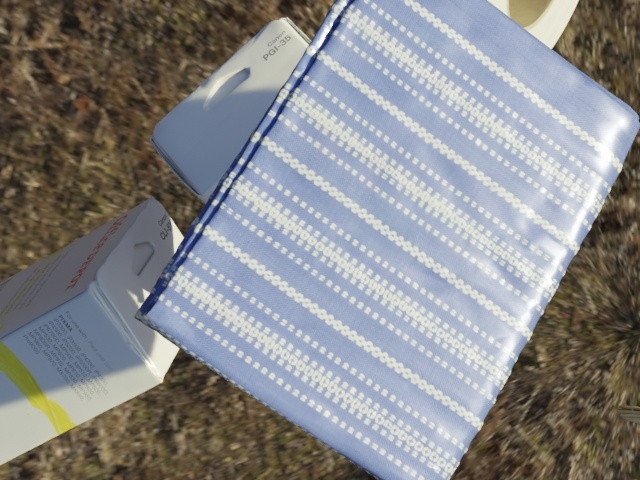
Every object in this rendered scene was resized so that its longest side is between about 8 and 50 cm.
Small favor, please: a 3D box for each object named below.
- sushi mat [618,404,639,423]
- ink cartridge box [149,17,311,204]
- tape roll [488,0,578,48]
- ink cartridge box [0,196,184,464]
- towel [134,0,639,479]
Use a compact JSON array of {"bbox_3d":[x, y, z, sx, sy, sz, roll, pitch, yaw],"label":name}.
[{"bbox_3d":[0.562,0.260,1.707,0.316,0.151,0.019,-4,63,50],"label":"sushi mat"},{"bbox_3d":[-0.034,-0.089,1.473,0.207,0.283,0.117,-42,57,1],"label":"ink cartridge box"},{"bbox_3d":[0.219,-0.332,1.524,0.100,0.286,0.286,27,93,28],"label":"tape roll"},{"bbox_3d":[-0.361,0.137,1.707,0.385,0.279,0.160,-28,108,21],"label":"ink cartridge box"},{"bbox_3d":[0.058,-0.021,0.883,0.243,0.040,0.336,35,74,-10],"label":"towel"}]
